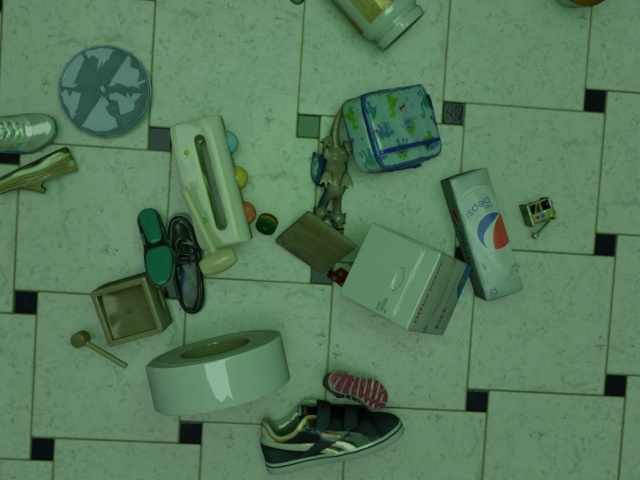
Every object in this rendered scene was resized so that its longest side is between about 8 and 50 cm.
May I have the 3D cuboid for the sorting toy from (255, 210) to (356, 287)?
[{"bbox_3d":[0.000,0.000,1.614,0.274,0.132,0.046,35,46,-16],"label":"sorting toy"}]

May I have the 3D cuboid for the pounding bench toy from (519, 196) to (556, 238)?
[{"bbox_3d":[0.503,-0.051,1.676,0.065,0.052,0.083,-19,94,-3],"label":"pounding bench toy"}]

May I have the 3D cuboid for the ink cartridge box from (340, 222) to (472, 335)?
[{"bbox_3d":[0.185,0.085,1.547,0.168,0.232,0.171,25,92,28],"label":"ink cartridge box"}]

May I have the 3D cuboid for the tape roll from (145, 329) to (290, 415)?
[{"bbox_3d":[-0.211,0.270,1.531,0.286,0.286,0.100,-12,94,-3],"label":"tape roll"}]

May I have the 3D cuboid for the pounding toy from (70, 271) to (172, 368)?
[{"bbox_3d":[-0.438,0.182,1.613,0.205,0.094,0.181,-16,99,7],"label":"pounding toy"}]

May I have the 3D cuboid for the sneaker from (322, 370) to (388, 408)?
[{"bbox_3d":[0.075,0.335,1.667,0.170,0.074,0.063,24,73,-26],"label":"sneaker"}]

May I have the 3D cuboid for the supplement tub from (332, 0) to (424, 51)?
[{"bbox_3d":[0.114,-0.524,1.582,0.144,0.144,0.200,-42,95,-1],"label":"supplement tub"}]

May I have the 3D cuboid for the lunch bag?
[{"bbox_3d":[0.160,-0.236,1.580,0.218,0.090,0.176,-15,93,-40],"label":"lunch bag"}]

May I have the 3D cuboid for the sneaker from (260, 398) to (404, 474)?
[{"bbox_3d":[0.021,0.417,1.631,0.320,0.126,0.128,-15,99,-1],"label":"sneaker"}]

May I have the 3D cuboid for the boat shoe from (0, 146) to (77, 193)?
[{"bbox_3d":[-0.621,-0.132,1.597,0.189,0.068,0.072,-26,106,-2],"label":"boat shoe"}]

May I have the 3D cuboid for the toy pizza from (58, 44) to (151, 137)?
[{"bbox_3d":[-0.470,-0.326,1.611,0.201,0.032,0.202,0,92,-4],"label":"toy pizza"}]

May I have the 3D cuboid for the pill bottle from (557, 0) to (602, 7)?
[{"bbox_3d":[0.581,-0.575,1.558,0.136,0.245,0.137,0,93,-3],"label":"pill bottle"}]

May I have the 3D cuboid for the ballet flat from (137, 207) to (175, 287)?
[{"bbox_3d":[-0.352,0.020,1.596,0.070,0.070,0.189,-12,69,-3],"label":"ballet flat"}]

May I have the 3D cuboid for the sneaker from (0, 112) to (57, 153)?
[{"bbox_3d":[-0.681,-0.227,1.573,0.228,0.092,0.088,-9,92,-4],"label":"sneaker"}]

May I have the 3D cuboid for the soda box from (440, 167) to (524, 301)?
[{"bbox_3d":[0.360,-0.014,1.646,0.091,0.098,0.287,-18,93,-3],"label":"soda box"}]

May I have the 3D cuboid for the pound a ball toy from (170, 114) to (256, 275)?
[{"bbox_3d":[-0.215,-0.100,1.551,0.135,0.208,0.320,-14,93,-3],"label":"pound a ball toy"}]

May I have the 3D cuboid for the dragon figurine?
[{"bbox_3d":[0.026,-0.163,1.619,0.085,0.144,0.290,3,78,-10],"label":"dragon figurine"}]

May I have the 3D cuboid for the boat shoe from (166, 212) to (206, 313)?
[{"bbox_3d":[-0.298,0.053,1.618,0.080,0.076,0.229,-5,93,-3],"label":"boat shoe"}]

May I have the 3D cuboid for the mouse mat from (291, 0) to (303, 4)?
[{"bbox_3d":[-0.075,-0.639,1.634,0.189,0.007,0.153,39,90,-3],"label":"mouse mat"}]
